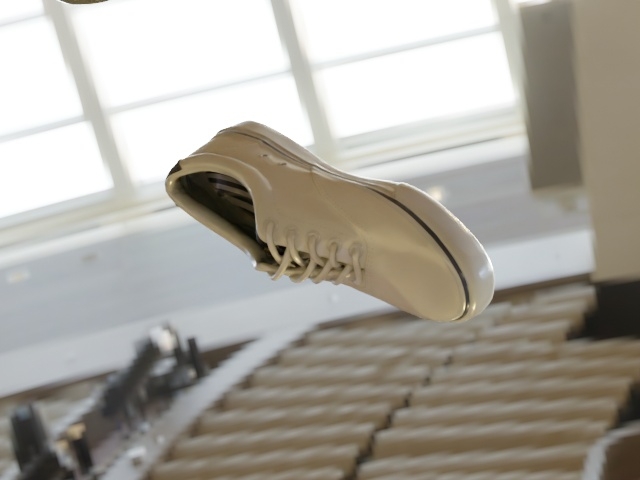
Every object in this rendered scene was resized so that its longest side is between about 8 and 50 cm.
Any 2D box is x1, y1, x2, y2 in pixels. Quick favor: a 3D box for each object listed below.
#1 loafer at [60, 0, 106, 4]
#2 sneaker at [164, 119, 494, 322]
[{"bbox_3d":[-0.084,-0.226,0.869,0.094,0.087,0.251,0,-120,36],"label":"loafer"},{"bbox_3d":[0.000,0.000,1.244,0.258,0.094,0.091,25,-136,35],"label":"sneaker"}]
